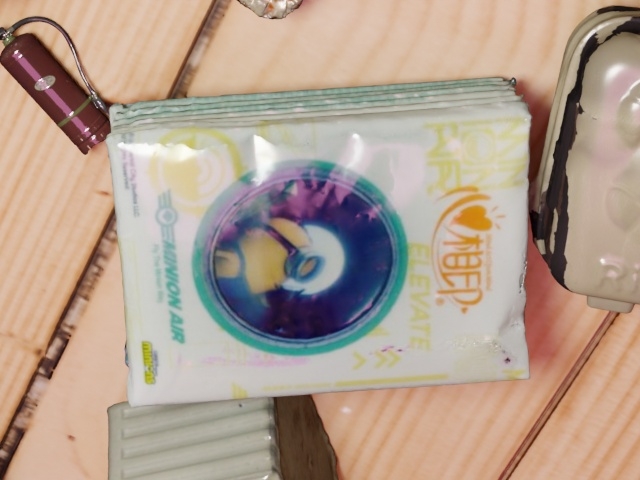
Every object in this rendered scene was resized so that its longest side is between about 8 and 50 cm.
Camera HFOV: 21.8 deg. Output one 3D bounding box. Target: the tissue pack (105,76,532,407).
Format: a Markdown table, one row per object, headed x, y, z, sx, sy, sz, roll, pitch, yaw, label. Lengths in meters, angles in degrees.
| x | y | z | sx | sy | sz | roll | pitch | yaw | label |
| --- | --- | --- | --- | --- | --- | --- | --- | --- | --- |
| 0.000 | 0.000 | 1.576 | 0.388 | 0.162 | 0.287 | -4 | 115 | -3 | tissue pack |

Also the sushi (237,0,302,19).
| x | y | z | sx | sy | sz | roll | pitch | yaw | label |
| --- | --- | --- | --- | --- | --- | --- | --- | --- | --- |
| -0.039 | -0.282 | 1.517 | 0.090 | 0.078 | 0.150 | 13 | 118 | 0 | sushi |

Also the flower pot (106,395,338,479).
| x | y | z | sx | sy | sz | roll | pitch | yaw | label |
| --- | --- | --- | --- | --- | --- | --- | --- | --- | --- |
| -0.095 | 0.251 | 1.713 | 0.189 | 0.209 | 0.239 | -13 | 113 | 13 | flower pot |

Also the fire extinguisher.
| x | y | z | sx | sy | sz | roll | pitch | yaw | label |
| --- | --- | --- | --- | --- | --- | --- | --- | --- | --- |
| -0.262 | -0.160 | 1.625 | 0.078 | 0.045 | 0.157 | -43 | 106 | -6 | fire extinguisher |

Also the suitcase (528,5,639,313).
| x | y | z | sx | sy | sz | roll | pitch | yaw | label |
| --- | --- | --- | --- | --- | --- | --- | --- | --- | --- |
| 0.377 | -0.089 | 1.501 | 0.351 | 0.194 | 0.339 | 9 | 115 | 2 | suitcase |
